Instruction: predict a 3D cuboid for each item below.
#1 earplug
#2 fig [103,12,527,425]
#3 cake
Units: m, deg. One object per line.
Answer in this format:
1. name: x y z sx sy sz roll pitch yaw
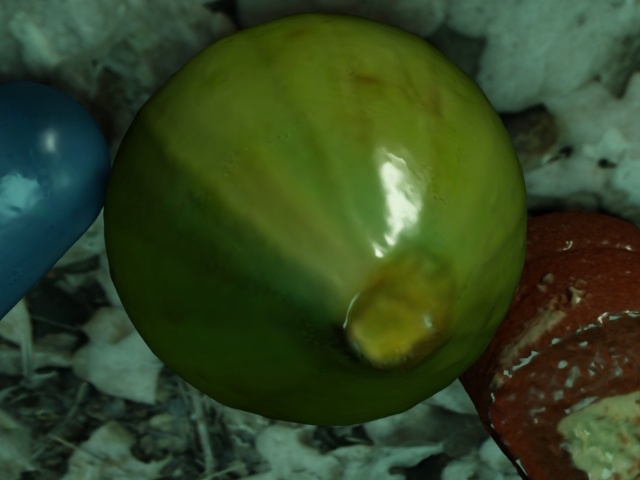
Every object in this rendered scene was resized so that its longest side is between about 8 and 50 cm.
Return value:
1. earplug: -0.239 0.009 0.763 0.273 0.132 0.132 -40 117 17
2. fig: 0.000 0.000 0.679 0.239 0.271 0.239 -3 111 -7
3. cake: 0.205 0.107 0.836 0.177 0.151 0.283 -33 120 4
